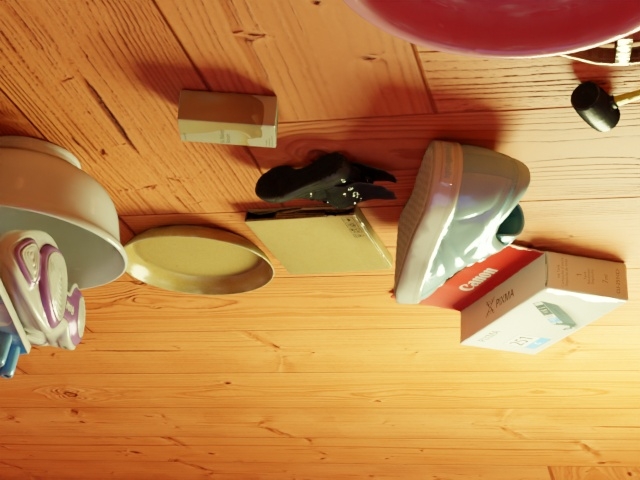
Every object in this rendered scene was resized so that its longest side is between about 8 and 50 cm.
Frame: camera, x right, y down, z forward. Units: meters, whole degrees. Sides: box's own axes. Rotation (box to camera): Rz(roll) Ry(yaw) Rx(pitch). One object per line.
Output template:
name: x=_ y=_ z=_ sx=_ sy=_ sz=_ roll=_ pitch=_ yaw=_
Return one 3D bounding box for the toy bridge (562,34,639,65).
toy bridge: x=0.309 y=-0.201 z=1.306 sx=0.188 sy=0.026 sz=0.063 roll=0 pitch=159 yaw=9

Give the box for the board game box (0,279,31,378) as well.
board game box: x=-0.552 y=0.046 z=1.455 sx=0.389 sy=0.050 sz=0.390 roll=11 pitch=156 yaw=1

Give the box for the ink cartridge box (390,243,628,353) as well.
ink cartridge box: x=0.279 y=0.089 z=1.952 sx=0.261 sy=0.066 sz=0.296 roll=10 pitch=156 yaw=-16

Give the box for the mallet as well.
mallet: x=0.370 y=-0.161 z=1.386 sx=0.189 sy=0.039 sz=0.062 roll=-12 pitch=151 yaw=25

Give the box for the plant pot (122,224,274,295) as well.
plant pot: x=-0.186 y=0.027 z=1.928 sx=0.236 sy=0.032 sz=0.236 roll=3 pitch=157 yaw=1

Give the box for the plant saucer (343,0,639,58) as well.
plant saucer: x=0.164 y=-0.272 z=1.090 sx=0.332 sy=0.084 sz=0.332 roll=4 pitch=158 yaw=2

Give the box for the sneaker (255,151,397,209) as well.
sneaker: x=0.006 y=-0.067 z=1.645 sx=0.170 sy=0.051 sz=0.089 roll=-15 pitch=146 yaw=31

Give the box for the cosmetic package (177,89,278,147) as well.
cosmetic package: x=-0.107 y=-0.142 z=1.499 sx=0.115 sy=0.041 sz=0.060 roll=3 pitch=158 yaw=2

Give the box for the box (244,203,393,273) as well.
box: x=0.000 y=0.000 z=1.843 sx=0.164 sy=0.021 sz=0.201 roll=-3 pitch=156 yaw=18

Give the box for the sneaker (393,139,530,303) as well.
sneaker: x=0.182 y=-0.003 z=1.662 sx=0.150 sy=0.135 sz=0.366 roll=9 pitch=158 yaw=-3

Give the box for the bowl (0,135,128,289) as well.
bowl: x=-0.390 y=-0.045 z=1.660 sx=0.297 sy=0.134 sz=0.298 roll=3 pitch=157 yaw=1

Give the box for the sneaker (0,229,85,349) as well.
sneaker: x=-0.390 y=0.073 z=1.620 sx=0.152 sy=0.114 sz=0.305 roll=3 pitch=158 yaw=0
